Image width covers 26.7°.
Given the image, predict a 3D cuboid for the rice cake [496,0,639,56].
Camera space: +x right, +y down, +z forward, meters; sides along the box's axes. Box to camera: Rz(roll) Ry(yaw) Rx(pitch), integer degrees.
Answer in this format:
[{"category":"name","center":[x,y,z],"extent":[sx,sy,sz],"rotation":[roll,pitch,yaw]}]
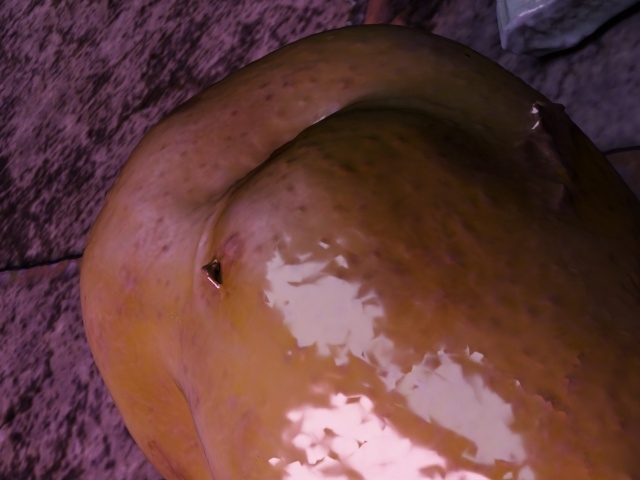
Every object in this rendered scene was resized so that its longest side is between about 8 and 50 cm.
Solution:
[{"category":"rice cake","center":[0.183,-0.173,0.680],"extent":[0.226,0.040,0.085],"rotation":[-28,43,33]}]

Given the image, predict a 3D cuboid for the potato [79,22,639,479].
[{"category":"potato","center":[0.040,0.045,0.541],"extent":[0.218,0.202,0.351],"rotation":[-23,36,-23]}]
